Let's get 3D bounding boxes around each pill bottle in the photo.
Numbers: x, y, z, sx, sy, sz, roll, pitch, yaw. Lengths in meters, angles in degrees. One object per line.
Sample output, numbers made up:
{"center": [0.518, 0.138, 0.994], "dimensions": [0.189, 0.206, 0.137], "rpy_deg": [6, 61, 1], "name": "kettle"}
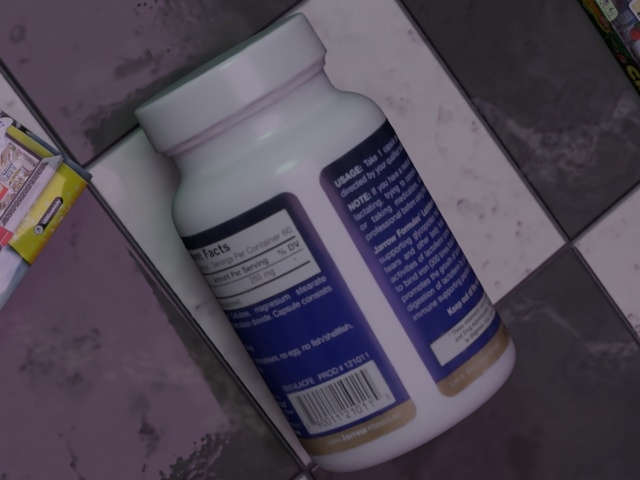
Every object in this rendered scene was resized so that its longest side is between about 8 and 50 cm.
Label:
{"center": [0.000, 0.000, 1.266], "dimensions": [0.153, 0.153, 0.264], "rpy_deg": [-32, 99, -17], "name": "pill bottle"}

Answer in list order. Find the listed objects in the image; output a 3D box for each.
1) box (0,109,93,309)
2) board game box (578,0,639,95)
{"center": [-0.271, 0.008, 1.229], "dimensions": [0.159, 0.044, 0.233], "rpy_deg": [37, 78, -15], "name": "box"}
{"center": [0.304, -0.110, 1.441], "dimensions": [0.136, 0.030, 0.259], "rpy_deg": [-38, 101, -18], "name": "board game box"}
